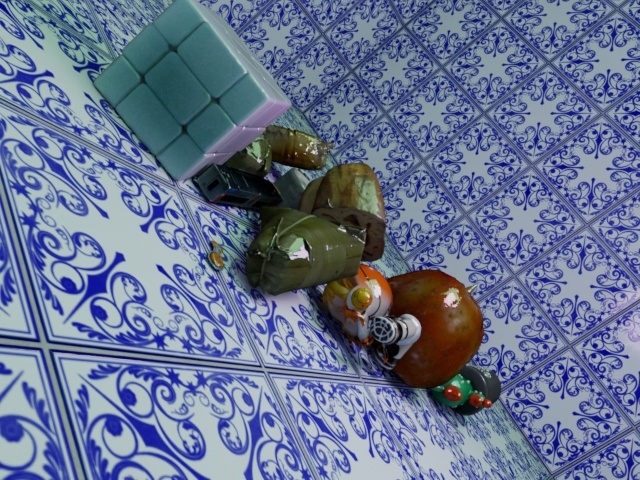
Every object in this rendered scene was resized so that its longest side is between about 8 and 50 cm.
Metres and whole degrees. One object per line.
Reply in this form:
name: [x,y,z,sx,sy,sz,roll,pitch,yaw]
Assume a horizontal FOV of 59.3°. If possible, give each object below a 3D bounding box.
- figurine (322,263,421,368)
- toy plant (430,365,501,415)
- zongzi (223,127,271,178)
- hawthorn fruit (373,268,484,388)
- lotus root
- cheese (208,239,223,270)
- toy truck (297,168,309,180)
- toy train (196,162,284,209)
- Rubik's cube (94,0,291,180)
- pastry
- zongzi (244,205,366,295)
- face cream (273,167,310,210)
figurine: [0.135,0.194,1.627,0.323,0.196,0.320,48,-18,27]
toy plant: [0.521,0.552,2.107,0.400,0.185,0.279,11,33,-49]
zongzi: [-0.214,-0.359,1.859,0.393,0.174,0.356,-16,71,-53]
hawthorn fruit: [0.356,0.263,1.847,0.403,0.403,0.403,48,13,-15]
lotus root: [0.053,-0.100,1.699,0.316,0.316,0.249,36,48,-49]
cheese: [-0.232,0.034,1.255,0.047,0.017,0.111,48,12,-26]
toy truck: [-0.066,-0.192,2.270,0.242,0.101,0.125,27,32,-56]
toy train: [-0.219,-0.144,1.626,0.086,0.089,0.409,56,13,10]
Rubik's cube: [-0.309,-0.379,1.450,0.322,0.316,0.319,50,13,-4]
pastry: [-0.121,-0.363,2.241,0.330,0.136,0.329,14,1,0]
zongzi: [-0.143,0.007,1.429,0.418,0.181,0.447,26,20,32]
face cream: [-0.093,-0.135,1.896,0.177,0.153,0.177,49,14,-16]
